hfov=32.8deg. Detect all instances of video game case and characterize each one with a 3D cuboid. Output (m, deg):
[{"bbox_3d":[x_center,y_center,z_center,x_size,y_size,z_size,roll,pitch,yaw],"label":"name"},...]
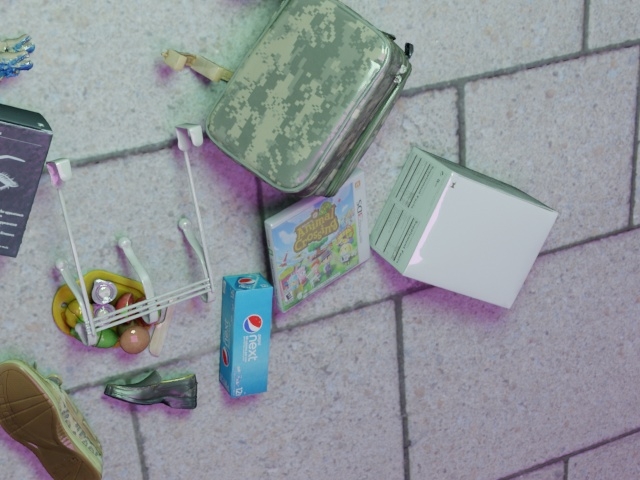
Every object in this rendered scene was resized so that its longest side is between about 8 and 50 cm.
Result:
[{"bbox_3d":[0.000,0.000,1.874,0.212,0.023,0.193,-31,134,-29],"label":"video game case"}]

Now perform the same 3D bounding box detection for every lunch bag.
[{"bbox_3d":[0.002,-0.222,1.712,0.305,0.212,0.256,-57,167,7],"label":"lunch bag"}]

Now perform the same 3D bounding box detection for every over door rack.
[{"bbox_3d":[-0.294,-0.019,1.700,0.239,0.108,0.324,-20,123,-29],"label":"over door rack"}]

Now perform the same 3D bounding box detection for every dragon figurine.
[{"bbox_3d":[-0.537,-0.283,1.497,0.289,0.085,0.144,-10,116,-24],"label":"dragon figurine"}]

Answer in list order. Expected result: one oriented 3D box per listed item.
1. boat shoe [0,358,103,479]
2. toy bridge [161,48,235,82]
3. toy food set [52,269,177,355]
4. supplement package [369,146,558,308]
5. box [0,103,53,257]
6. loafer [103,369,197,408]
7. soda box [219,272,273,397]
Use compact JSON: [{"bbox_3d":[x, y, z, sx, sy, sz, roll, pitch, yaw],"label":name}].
[{"bbox_3d":[-0.455,0.298,1.812,0.104,0.089,0.285,-18,120,12],"label":"boat shoe"},{"bbox_3d":[-0.177,-0.268,1.687,0.188,0.063,0.026,11,109,-51],"label":"toy bridge"},{"bbox_3d":[-0.331,0.131,1.794,0.218,0.071,0.128,19,103,-32],"label":"toy food set"},{"bbox_3d":[0.258,-0.020,1.970,0.262,0.145,0.204,18,103,-31],"label":"supplement package"},{"bbox_3d":[-0.498,-0.097,1.587,0.153,0.108,0.207,13,105,-30],"label":"box"},{"bbox_3d":[-0.293,0.255,1.885,0.170,0.062,0.061,10,86,-33],"label":"loafer"},{"bbox_3d":[-0.132,0.167,1.910,0.071,0.067,0.210,-6,115,-24],"label":"soda box"}]
